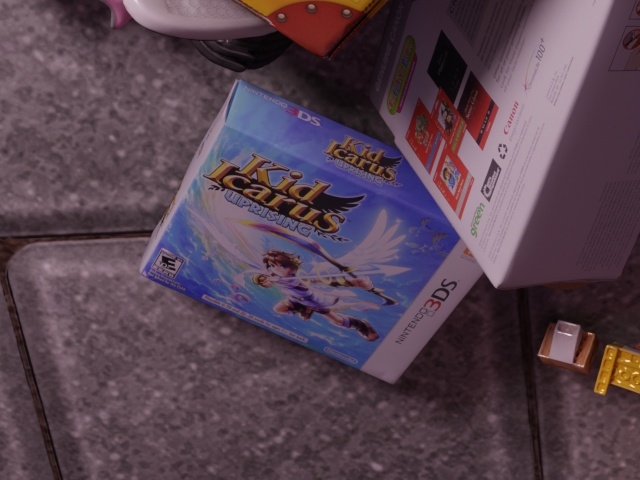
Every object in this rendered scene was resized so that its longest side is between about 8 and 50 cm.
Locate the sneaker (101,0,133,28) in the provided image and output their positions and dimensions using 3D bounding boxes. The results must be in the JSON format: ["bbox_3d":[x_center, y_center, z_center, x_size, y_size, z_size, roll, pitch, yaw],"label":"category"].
[{"bbox_3d":[-0.278,-0.267,1.580,0.319,0.112,0.131,20,122,-5],"label":"sneaker"}]

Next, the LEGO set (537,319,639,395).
[{"bbox_3d":[0.355,0.098,1.780,0.287,0.107,0.132,-21,85,26],"label":"LEGO set"}]

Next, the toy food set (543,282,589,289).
[{"bbox_3d":[0.221,0.011,1.761,0.082,0.020,0.083,-29,117,25],"label":"toy food set"}]

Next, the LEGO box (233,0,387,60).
[{"bbox_3d":[0.008,-0.413,1.287,0.372,0.193,0.500,32,131,-18],"label":"LEGO box"}]

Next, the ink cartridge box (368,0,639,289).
[{"bbox_3d":[0.178,-0.166,1.549,0.130,0.272,0.309,-4,131,-27],"label":"ink cartridge box"}]

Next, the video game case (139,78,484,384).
[{"bbox_3d":[0.000,0.000,1.724,0.269,0.061,0.244,23,139,-9],"label":"video game case"}]

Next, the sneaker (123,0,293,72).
[{"bbox_3d":[-0.076,-0.182,1.526,0.147,0.296,0.104,-41,82,38],"label":"sneaker"}]
